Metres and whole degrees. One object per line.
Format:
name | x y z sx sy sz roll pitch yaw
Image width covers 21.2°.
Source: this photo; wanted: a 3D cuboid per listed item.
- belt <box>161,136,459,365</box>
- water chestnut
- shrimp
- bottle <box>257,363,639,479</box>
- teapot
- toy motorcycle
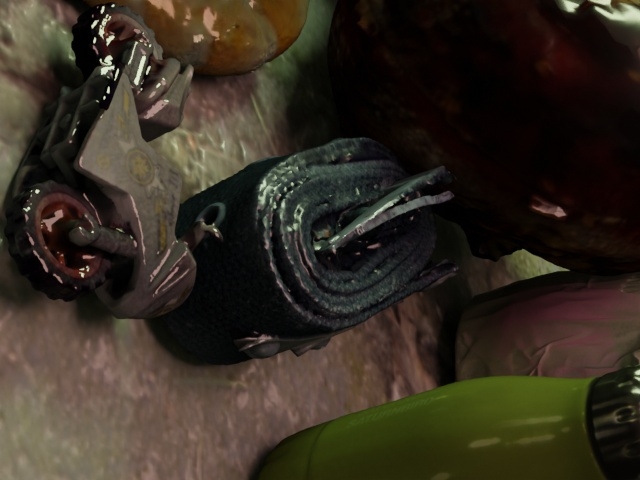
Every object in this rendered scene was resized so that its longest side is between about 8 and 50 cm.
belt | -0.001 0.000 1.066 0.218 0.128 0.122 -24 92 -58
water chestnut | 0.160 -0.104 1.239 0.350 0.302 0.350 13 45 -14
shrimp | -0.088 -0.193 1.128 0.287 0.068 0.185 -29 92 -47
bottle | 0.089 0.137 0.998 0.112 0.260 0.112 31 49 -43
teapot | 0.223 0.102 1.284 0.221 0.178 0.163 17 60 -52
toy motorcycle | -0.109 -0.042 0.982 0.122 0.080 0.215 43 39 -31
